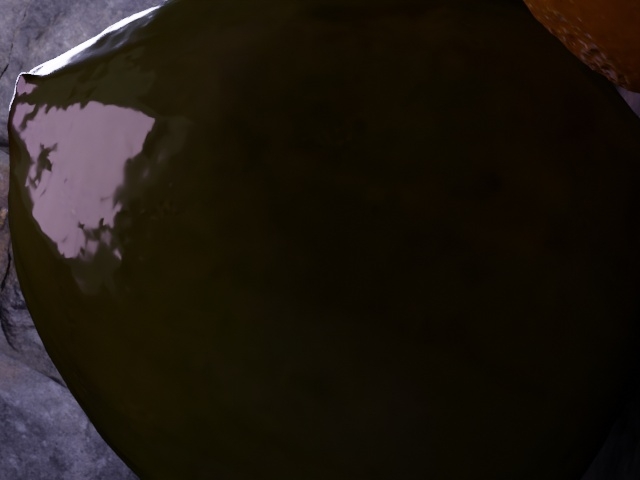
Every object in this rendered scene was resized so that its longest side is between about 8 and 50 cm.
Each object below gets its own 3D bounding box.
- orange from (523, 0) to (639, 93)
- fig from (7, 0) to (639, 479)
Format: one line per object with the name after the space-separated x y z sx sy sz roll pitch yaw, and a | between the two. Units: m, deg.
0.138 -0.137 0.496 0.161 0.193 0.193 -9 -63 -75 | orange
-0.001 0.008 0.800 0.343 0.343 0.343 -163 90 -86 | fig
